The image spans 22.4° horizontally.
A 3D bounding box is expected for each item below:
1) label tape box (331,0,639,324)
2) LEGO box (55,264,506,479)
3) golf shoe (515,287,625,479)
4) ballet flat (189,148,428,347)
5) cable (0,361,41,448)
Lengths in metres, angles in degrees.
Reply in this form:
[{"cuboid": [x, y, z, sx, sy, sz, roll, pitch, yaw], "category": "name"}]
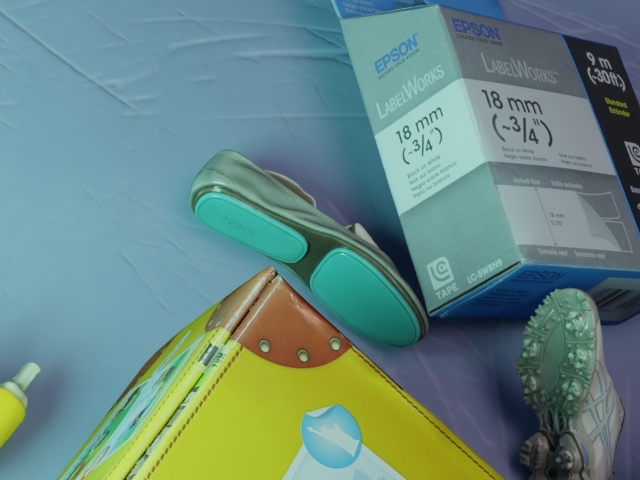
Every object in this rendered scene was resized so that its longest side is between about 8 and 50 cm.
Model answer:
[{"cuboid": [0.154, -0.103, 1.323, 0.241, 0.106, 0.333, 4, 61, -44], "category": "label tape box"}, {"cuboid": [-0.054, 0.325, 0.914, 0.372, 0.193, 0.500, 43, 51, -8], "category": "LEGO box"}, {"cuboid": [0.199, 0.119, 1.247, 0.086, 0.069, 0.176, -9, 106, -45], "category": "golf shoe"}, {"cuboid": [0.000, 0.000, 1.230, 0.213, 0.072, 0.068, 33, 44, -9], "category": "ballet flat"}, {"cuboid": [-0.274, 0.164, 0.973, 0.139, 0.072, 0.287, 30, 51, -20], "category": "cable"}]
